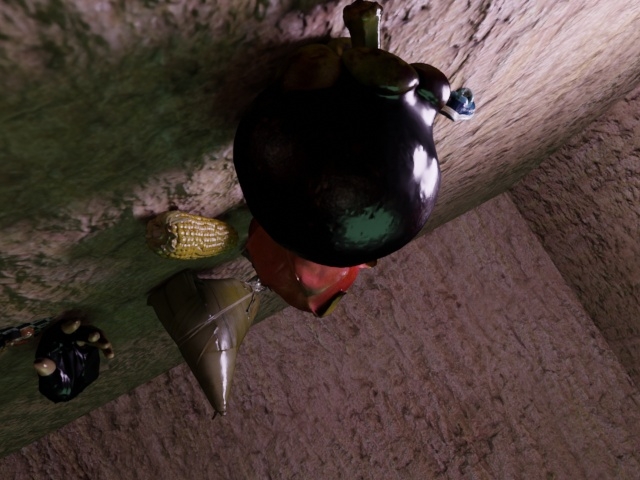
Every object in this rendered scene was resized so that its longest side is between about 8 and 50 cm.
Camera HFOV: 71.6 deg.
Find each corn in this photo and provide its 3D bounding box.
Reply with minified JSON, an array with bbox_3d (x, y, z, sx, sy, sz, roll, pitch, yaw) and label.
[{"bbox_3d":[-0.246,-0.007,0.887,0.091,0.091,0.260,5,179,18],"label":"corn"}]

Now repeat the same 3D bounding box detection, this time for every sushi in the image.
[{"bbox_3d":[-0.674,0.220,0.990,0.120,0.026,0.126,-37,166,31],"label":"sushi"}]

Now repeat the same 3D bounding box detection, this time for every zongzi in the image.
[{"bbox_3d":[-0.251,0.276,1.325,0.181,0.418,0.447,-38,160,22],"label":"zongzi"}]

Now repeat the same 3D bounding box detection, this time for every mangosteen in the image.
[{"bbox_3d":[0.041,-0.117,0.620,0.313,0.297,0.297,-40,168,2],"label":"mangosteen"}]

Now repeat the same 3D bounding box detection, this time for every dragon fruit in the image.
[{"bbox_3d":[0.000,0.000,1.016,0.226,0.305,0.305,-37,166,23],"label":"dragon fruit"}]

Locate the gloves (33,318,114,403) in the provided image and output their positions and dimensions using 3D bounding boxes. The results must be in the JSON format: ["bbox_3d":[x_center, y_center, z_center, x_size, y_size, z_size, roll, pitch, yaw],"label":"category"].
[{"bbox_3d":[-0.626,0.290,1.106,0.301,0.152,0.197,-45,-177,34],"label":"gloves"}]

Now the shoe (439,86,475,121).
[{"bbox_3d":[0.318,-0.312,1.008,0.143,0.064,0.071,-23,150,-51],"label":"shoe"}]

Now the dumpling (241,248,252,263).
[{"bbox_3d":[-0.134,0.024,1.240,0.199,0.118,0.136,-11,-179,41],"label":"dumpling"}]

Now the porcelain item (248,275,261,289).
[{"bbox_3d":[-0.198,0.139,1.707,0.213,0.054,0.084,-28,167,0],"label":"porcelain item"}]
